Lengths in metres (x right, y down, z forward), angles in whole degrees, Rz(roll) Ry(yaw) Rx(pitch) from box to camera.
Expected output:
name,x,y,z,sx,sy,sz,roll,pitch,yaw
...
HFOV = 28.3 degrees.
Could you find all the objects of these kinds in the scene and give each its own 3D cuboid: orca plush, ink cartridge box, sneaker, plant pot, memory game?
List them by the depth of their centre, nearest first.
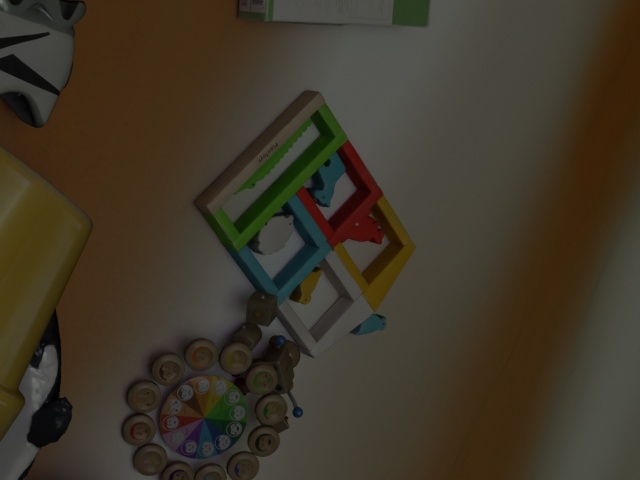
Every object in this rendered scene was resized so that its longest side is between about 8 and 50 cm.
name,x,y,z,sx,sy,sz,roll,pitch,yaw
plant pot,-0.327,0.032,1.070,0.254,0.254,0.239,43,78,-35
sneaker,-0.360,-0.170,1.091,0.331,0.122,0.146,9,93,-38
orca plush,-0.308,0.112,1.241,0.151,0.102,0.287,-6,95,9
memory game,-0.125,0.194,1.384,0.186,0.012,0.186,-5,107,-16
ink cartridge box,0.023,-0.322,1.393,0.235,0.056,0.171,-5,104,-40

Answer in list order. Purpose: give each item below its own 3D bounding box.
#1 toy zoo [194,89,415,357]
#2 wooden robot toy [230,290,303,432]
name,x,y,z,sx,sy,sz,roll,pitch,yaw
toy zoo,0.000,0.000,1.462,0.192,0.030,0.293,-47,124,-20
wooden robot toy,-0.057,0.131,1.442,0.079,0.076,0.173,-54,136,-60
